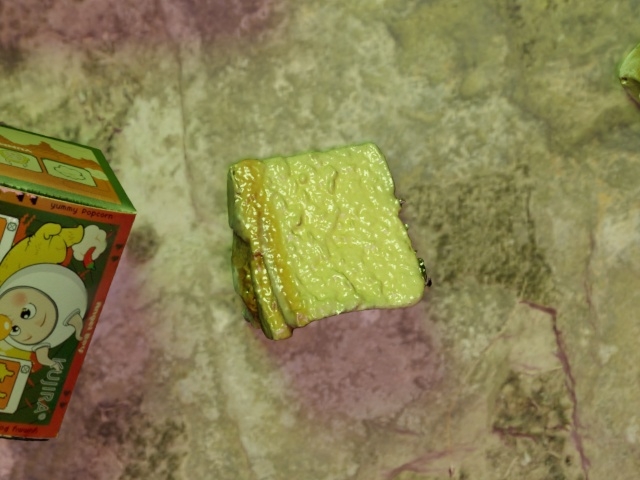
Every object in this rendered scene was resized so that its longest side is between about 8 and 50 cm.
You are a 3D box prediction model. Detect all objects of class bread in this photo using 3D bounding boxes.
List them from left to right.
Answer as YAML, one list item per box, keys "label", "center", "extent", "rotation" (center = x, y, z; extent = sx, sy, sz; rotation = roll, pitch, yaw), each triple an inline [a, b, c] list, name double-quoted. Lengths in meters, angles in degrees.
- label: "bread"
  center: [0.000, 0.000, 1.483]
  extent: [0.147, 0.127, 0.152]
  rotation: [-14, 100, -13]

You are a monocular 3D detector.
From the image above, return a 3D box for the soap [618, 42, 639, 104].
- label: "soap"
  center: [0.391, -0.110, 1.575]
  extent: [0.160, 0.080, 0.257]
  rotation: [-46, 120, 6]

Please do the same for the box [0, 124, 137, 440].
- label: "box"
  center: [-0.259, 0.022, 1.371]
  extent: [0.178, 0.148, 0.194]
  rotation: [14, 108, -25]
